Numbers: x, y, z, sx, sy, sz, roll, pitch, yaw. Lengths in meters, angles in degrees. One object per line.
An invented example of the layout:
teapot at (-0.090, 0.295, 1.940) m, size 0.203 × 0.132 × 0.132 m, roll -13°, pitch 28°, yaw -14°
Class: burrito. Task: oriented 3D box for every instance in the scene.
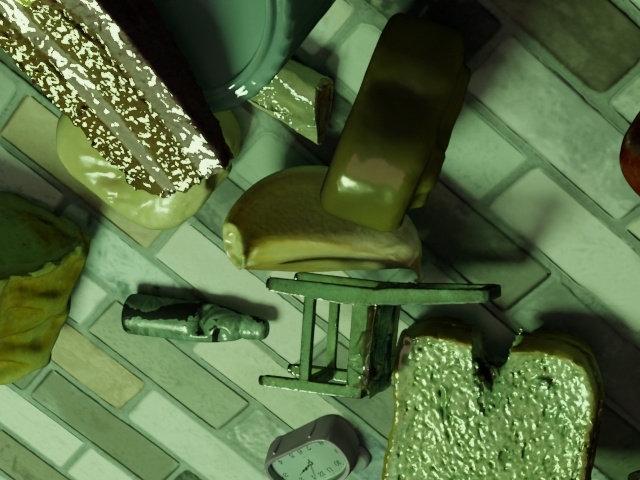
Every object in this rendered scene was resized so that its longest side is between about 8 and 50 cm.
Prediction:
burrito at (-0.078, -0.200, 1.309) m, size 0.226 × 0.060 × 0.087 m, roll 31°, pitch 132°, yaw -4°

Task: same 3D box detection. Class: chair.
chair at (0.074, 0.118, 1.347) m, size 0.270 × 0.136 × 0.147 m, roll 4°, pitch 92°, yaw 15°

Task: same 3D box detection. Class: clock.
clock at (-0.005, 0.330, 1.645) m, size 0.152 × 0.050 × 0.110 m, roll -31°, pitch 109°, yaw 32°

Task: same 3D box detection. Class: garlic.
garlic at (0.007, -0.007, 1.348) m, size 0.244 × 0.164 × 0.145 m, roll 5°, pitch 122°, yaw 4°

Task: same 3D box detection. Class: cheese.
cheese at (-0.214, -0.112, 1.382) m, size 0.235 × 0.117 × 0.218 m, roll -2°, pitch 123°, yaw 24°

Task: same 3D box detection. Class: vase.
vase at (-0.172, 0.112, 1.551) m, size 0.211 × 0.060 × 0.060 m, roll 4°, pitch 124°, yaw 15°

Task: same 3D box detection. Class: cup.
cup at (-0.071, -0.305, 1.081) m, size 0.331 × 0.311 × 0.257 m, roll -24°, pitch 113°, yaw 30°

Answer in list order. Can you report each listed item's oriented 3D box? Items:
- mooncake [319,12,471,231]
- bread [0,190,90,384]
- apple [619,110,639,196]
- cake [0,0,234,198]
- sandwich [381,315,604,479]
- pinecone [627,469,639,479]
mooncake at (0.083, -0.118, 1.218) m, size 0.117 × 0.235 × 0.235 m, roll 19°, pitch 126°, yaw 2°
bread at (-0.460, 0.069, 1.537) m, size 0.238 × 0.196 × 0.252 m, roll 21°, pitch 129°, yaw 5°
apple at (0.411, -0.092, 1.171) m, size 0.158 × 0.147 × 0.156 m, roll 30°, pitch 95°, yaw -14°
cake at (-0.191, -0.154, 0.968) m, size 0.116 × 0.113 × 0.295 m, roll -16°, pitch 122°, yaw 28°
sandwich at (0.224, 0.228, 1.438) m, size 0.273 × 0.095 × 0.249 m, roll 7°, pitch 101°, yaw 15°
pinecone at (0.501, 0.382, 1.428) m, size 0.201 × 0.202 × 0.229 m, roll 20°, pitch 109°, yaw -24°
